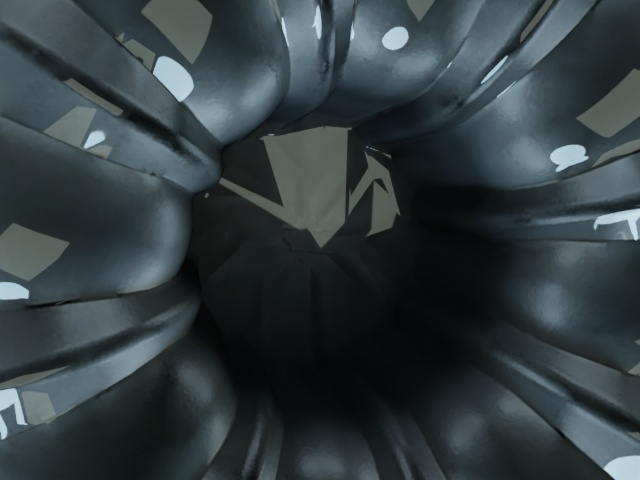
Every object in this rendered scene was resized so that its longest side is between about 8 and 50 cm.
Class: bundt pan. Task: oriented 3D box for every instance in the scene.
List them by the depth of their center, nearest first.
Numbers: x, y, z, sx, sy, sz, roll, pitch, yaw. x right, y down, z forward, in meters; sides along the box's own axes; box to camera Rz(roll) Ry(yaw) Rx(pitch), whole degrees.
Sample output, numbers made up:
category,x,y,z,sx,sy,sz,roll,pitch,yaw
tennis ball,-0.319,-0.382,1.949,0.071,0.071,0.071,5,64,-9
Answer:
category,x,y,z,sx,sy,sz,roll,pitch,yaw
bundt pan,0.000,0.000,0.508,0.330,0.124,0.331,-2,97,-17
